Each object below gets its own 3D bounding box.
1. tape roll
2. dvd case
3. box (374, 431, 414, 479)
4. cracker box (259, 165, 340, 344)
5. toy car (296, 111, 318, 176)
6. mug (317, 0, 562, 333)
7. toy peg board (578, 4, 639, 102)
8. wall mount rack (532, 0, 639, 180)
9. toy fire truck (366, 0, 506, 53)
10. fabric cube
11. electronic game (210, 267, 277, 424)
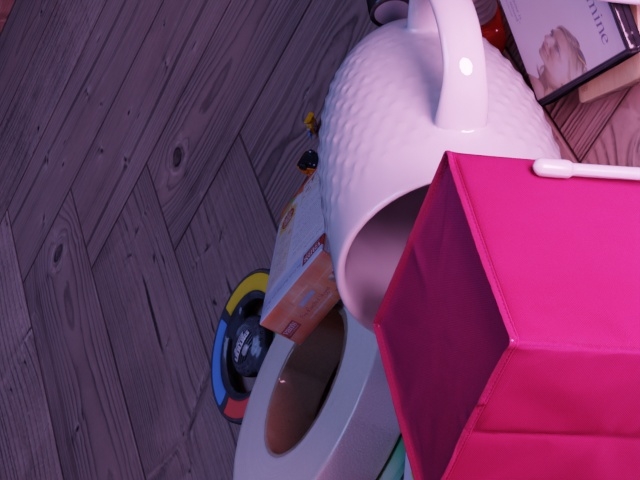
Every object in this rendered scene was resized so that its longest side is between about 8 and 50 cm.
[{"bbox_3d":[0.010,0.188,2.148,0.392,0.072,0.392,-54,20,31],"label":"tape roll"},{"bbox_3d":[0.259,-0.256,1.848,0.253,0.022,0.180,150,101,-73],"label":"dvd case"},{"bbox_3d":[0.121,0.269,1.923,0.232,0.058,0.322,-60,15,17],"label":"box"},{"bbox_3d":[0.000,0.000,2.201,0.156,0.067,0.232,-50,19,37],"label":"cracker box"},{"bbox_3d":[0.003,-0.130,2.452,0.041,0.060,0.122,71,-159,-44],"label":"toy car"},{"bbox_3d":[0.132,-0.123,1.908,0.374,0.276,0.328,92,171,-46],"label":"mug"},{"bbox_3d":[0.339,-0.240,1.838,0.160,0.079,0.161,159,109,-74],"label":"toy peg board"},{"bbox_3d":[0.357,-0.171,1.631,0.304,0.130,0.350,-14,62,25],"label":"wall mount rack"},{"bbox_3d":[0.185,-0.318,2.080,0.246,0.217,0.159,-15,54,10],"label":"toy fire truck"},{"bbox_3d":[0.227,0.092,1.647,0.254,0.258,0.259,-103,24,-43],"label":"fabric cube"},{"bbox_3d":[-0.099,0.153,2.477,0.229,0.048,0.229,-34,49,51],"label":"electronic game"}]
